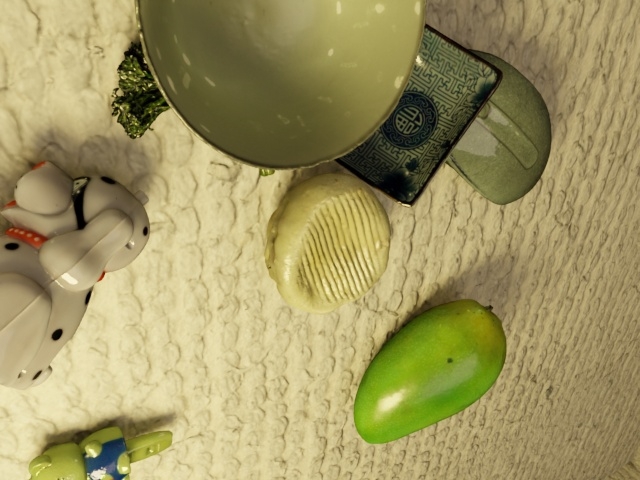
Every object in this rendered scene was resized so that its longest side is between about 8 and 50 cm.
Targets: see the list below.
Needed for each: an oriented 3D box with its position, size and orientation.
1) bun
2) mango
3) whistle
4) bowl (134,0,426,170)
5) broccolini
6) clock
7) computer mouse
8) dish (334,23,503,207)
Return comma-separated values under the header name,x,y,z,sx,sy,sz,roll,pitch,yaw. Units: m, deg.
name,x,y,z,sx,sy,sz,roll,pitch,yaw
bun,0.000,0.000,0.828,0.230,0.133,0.231,-16,120,-31
mango,0.225,0.280,1.109,0.382,0.201,0.225,-42,142,-3
whistle,-0.346,0.350,0.833,0.227,0.085,0.105,-7,129,-32
bowl,-0.057,-0.261,0.608,0.336,0.157,0.338,-13,116,-27
broccolini,-0.158,-0.142,0.694,0.123,0.062,0.271,-44,136,8
clock,-0.311,0.020,0.618,0.254,0.188,0.189,-50,134,-16
computer mouse,0.320,-0.186,0.951,0.373,0.114,0.203,28,99,-41
dish,0.136,-0.193,0.821,0.243,0.181,0.080,-56,170,8
